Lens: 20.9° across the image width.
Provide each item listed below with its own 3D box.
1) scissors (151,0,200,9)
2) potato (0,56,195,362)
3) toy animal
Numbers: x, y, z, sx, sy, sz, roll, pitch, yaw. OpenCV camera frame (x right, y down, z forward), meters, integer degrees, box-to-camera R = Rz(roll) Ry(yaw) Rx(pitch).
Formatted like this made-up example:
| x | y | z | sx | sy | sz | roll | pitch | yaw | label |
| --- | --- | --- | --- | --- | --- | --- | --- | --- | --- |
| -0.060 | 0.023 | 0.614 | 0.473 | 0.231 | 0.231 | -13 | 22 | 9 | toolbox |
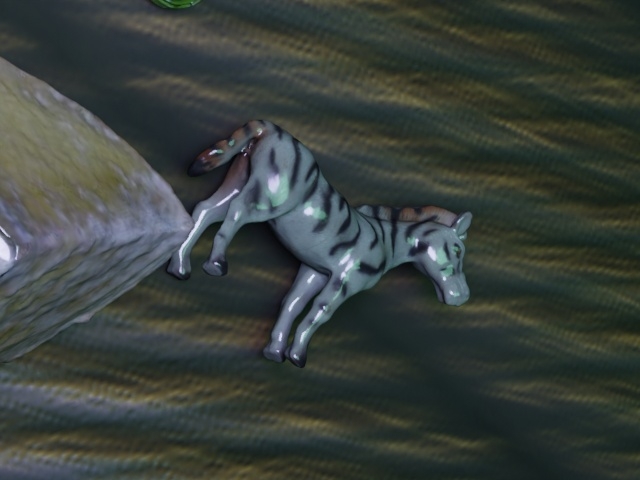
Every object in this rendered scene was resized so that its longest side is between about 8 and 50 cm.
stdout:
| x | y | z | sx | sy | sz | roll | pitch | yaw | label |
| --- | --- | --- | --- | --- | --- | --- | --- | --- | --- |
| -0.131 | -0.271 | 1.270 | 0.101 | 0.027 | 0.204 | -45 | 115 | -24 | scissors |
| -0.254 | -0.017 | 1.175 | 0.189 | 0.211 | 0.264 | 53 | 23 | 12 | potato |
| -0.003 | 0.018 | 1.352 | 0.255 | 0.090 | 0.170 | 26 | 75 | -35 | toy animal |
